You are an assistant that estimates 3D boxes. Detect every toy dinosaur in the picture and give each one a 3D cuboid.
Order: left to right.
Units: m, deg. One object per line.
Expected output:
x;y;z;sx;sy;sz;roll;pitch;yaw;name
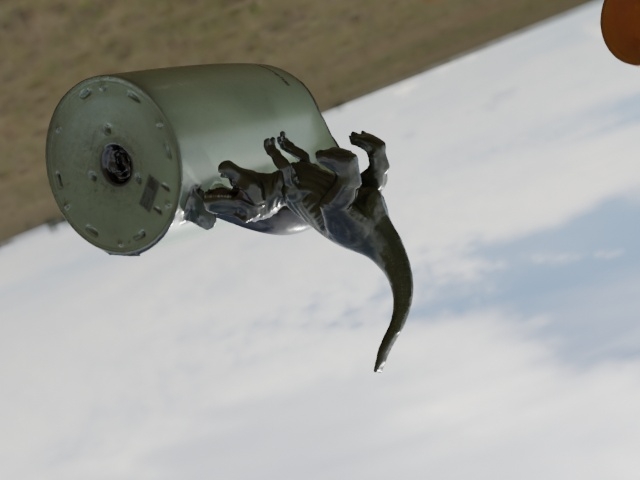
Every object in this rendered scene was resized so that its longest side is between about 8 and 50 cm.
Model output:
0.000;0.000;1.339;0.187;0.179;0.087;11;-160;28;toy dinosaur

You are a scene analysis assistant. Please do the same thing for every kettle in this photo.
-0.095;-0.072;1.515;0.240;0.165;0.255;32;-155;26;kettle

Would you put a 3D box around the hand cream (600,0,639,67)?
0.377;-0.184;1.418;0.314;0.140;0.089;8;-176;-42;hand cream
